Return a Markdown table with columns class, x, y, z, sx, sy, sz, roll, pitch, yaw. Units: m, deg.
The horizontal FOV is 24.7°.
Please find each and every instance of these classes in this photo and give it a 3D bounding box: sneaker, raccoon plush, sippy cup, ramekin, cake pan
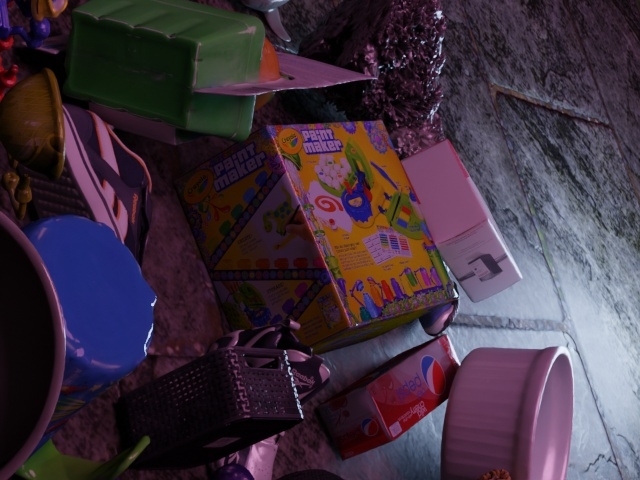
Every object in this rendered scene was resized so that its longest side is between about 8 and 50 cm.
| class | x | y | z | sx | sy | sz | roll | pitch | yaw |
| --- | --- | --- | --- | --- | --- | --- | --- | --- | --- |
| sneaker | -0.056 | 0.198 | 1.750 | 0.094 | 0.153 | 0.235 | 33 | 42 | -36 |
| raccoon plush | 0.177 | -0.265 | 2.229 | 0.299 | 0.446 | 0.216 | 43 | 6 | -28 |
| sneaker | 0.159 | 0.060 | 2.246 | 0.081 | 0.080 | 0.211 | 32 | 33 | -30 |
| sippy cup | -0.290 | 0.089 | 1.430 | 0.305 | 0.224 | 0.240 | 33 | 43 | -39 |
| sneaker | -0.247 | -0.015 | 1.662 | 0.127 | 0.126 | 0.321 | 5 | 61 | -47 |
| ramekin | 0.267 | 0.281 | 2.078 | 0.277 | 0.135 | 0.277 | 6 | 90 | -69 |
| cake pan | -0.356 | 0.095 | 1.299 | 0.293 | 0.293 | 0.054 | 67 | 10 | 7 |

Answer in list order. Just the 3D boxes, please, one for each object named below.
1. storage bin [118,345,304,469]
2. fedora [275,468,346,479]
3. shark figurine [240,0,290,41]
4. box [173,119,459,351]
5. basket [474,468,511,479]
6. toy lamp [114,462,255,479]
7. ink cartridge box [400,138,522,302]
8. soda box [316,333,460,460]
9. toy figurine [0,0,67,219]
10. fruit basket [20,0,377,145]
| class | x | y | z | sx | sy | sz | roll | pitch | yaw |
| --- | --- | --- | --- | --- | --- | --- | --- | --- | --- |
| storage bin | -0.123 | 0.190 | 1.633 | 0.122 | 0.180 | 0.084 | 10 | 59 | -52 |
| fedora | 0.002 | 0.358 | 1.665 | 0.334 | 0.334 | 0.152 | 19 | 22 | -48 |
| shark figurine | -0.046 | -0.432 | 2.278 | 0.166 | 0.116 | 0.278 | 48 | 36 | -24 |
| box | 0.000 | 0.000 | 1.956 | 0.290 | 0.177 | 0.279 | -9 | 74 | -56 |
| basket | 0.214 | 0.490 | 1.875 | 0.299 | 0.213 | 0.223 | 55 | 20 | -4 |
| toy lamp | -0.177 | 0.286 | 1.584 | 0.274 | 0.080 | 0.080 | 1 | 66 | -55 |
| ink cartridge box | 0.206 | -0.025 | 2.152 | 0.159 | 0.092 | 0.218 | 67 | 8 | 31 |
| soda box | 0.105 | 0.214 | 2.025 | 0.263 | 0.092 | 0.083 | -23 | 87 | -58 |
| toy figurine | -0.408 | -0.216 | 1.573 | 0.217 | 0.191 | 0.363 | 8 | 58 | -34 |
| fruit basket | -0.145 | -0.217 | 1.843 | 0.353 | 0.327 | 0.166 | -11 | 115 | -64 |
